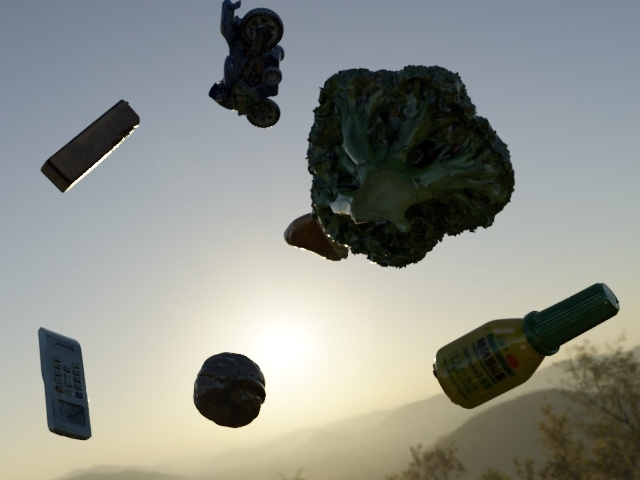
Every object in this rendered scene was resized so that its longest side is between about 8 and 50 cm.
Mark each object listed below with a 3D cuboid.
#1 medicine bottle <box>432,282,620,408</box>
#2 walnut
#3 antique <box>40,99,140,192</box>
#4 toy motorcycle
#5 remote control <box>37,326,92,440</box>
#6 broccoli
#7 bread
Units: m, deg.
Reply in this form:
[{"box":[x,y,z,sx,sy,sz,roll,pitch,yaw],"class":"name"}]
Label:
[{"box":[0.317,0.158,1.171,0.309,0.111,0.076,-36,-11,28],"class":"medicine bottle"},{"box":[-0.257,0.429,2.166,0.224,0.224,0.224,-12,-13,-3],"class":"walnut"},{"box":[-0.644,-0.272,2.135,0.310,0.093,0.087,-51,15,-31],"class":"antique"},{"box":[-0.134,-0.309,1.348,0.135,0.092,0.254,4,-45,-2],"class":"toy motorcycle"},{"box":[-0.332,0.183,0.968,0.029,0.162,0.061,-38,-42,18],"class":"remote control"},{"box":[0.113,-0.096,1.049,0.307,0.308,0.275,-15,17,11],"class":"broccoli"},{"box":[-0.012,-0.015,1.627,0.154,0.054,0.136,15,-32,9],"class":"bread"}]
